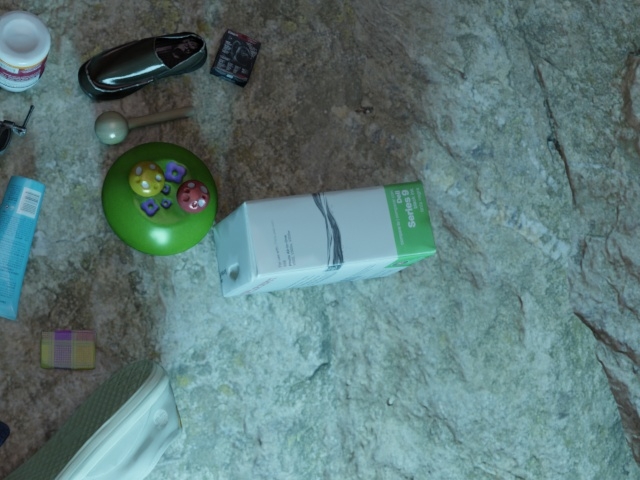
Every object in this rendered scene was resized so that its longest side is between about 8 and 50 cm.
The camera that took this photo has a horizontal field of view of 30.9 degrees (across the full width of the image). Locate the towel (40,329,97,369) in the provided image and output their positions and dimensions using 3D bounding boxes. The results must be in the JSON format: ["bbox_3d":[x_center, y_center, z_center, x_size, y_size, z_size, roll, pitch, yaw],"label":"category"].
[{"bbox_3d":[-0.375,0.164,1.728,0.083,0.009,0.060,2,79,-18],"label":"towel"}]

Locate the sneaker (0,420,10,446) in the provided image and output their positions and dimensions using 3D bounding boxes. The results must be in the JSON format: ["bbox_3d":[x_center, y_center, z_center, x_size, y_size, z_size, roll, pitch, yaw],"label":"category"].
[{"bbox_3d":[-0.499,0.311,1.636,0.053,0.059,0.144,29,50,21],"label":"sneaker"}]

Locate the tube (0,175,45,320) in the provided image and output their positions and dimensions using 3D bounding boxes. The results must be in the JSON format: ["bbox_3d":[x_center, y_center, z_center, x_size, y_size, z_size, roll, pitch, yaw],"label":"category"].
[{"bbox_3d":[-0.462,0.008,1.714,0.080,0.052,0.207,16,79,-10],"label":"tube"}]

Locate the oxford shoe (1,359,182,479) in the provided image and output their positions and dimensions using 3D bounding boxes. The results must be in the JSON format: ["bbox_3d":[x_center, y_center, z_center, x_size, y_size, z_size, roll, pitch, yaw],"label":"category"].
[{"bbox_3d":[-0.359,0.359,1.622,0.449,0.169,0.130,-44,116,-22],"label":"oxford shoe"}]

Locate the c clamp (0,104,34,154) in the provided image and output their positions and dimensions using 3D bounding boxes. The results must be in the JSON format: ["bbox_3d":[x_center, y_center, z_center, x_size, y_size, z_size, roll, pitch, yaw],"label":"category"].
[{"bbox_3d":[-0.519,-0.171,1.725,0.161,0.022,0.137,11,42,-12],"label":"c clamp"}]

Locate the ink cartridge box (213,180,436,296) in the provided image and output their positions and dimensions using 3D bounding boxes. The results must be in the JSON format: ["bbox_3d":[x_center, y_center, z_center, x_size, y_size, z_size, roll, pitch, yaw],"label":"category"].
[{"bbox_3d":[0.000,0.000,1.781,0.289,0.211,0.121,-7,81,-20],"label":"ink cartridge box"}]

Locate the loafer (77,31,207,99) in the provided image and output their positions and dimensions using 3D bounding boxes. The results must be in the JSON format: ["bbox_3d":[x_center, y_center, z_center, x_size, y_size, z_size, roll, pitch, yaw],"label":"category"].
[{"bbox_3d":[-0.277,-0.288,1.821,0.220,0.078,0.080,-24,87,-22],"label":"loafer"}]

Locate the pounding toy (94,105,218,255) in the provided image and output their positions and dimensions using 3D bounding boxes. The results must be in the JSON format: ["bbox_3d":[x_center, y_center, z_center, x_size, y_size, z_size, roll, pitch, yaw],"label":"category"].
[{"bbox_3d":[-0.242,-0.101,1.776,0.183,0.110,0.236,-10,82,-21],"label":"pounding toy"}]

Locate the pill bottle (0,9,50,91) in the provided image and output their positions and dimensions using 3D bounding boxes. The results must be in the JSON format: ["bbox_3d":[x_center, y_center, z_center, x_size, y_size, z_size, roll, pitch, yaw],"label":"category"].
[{"bbox_3d":[-0.450,-0.276,1.720,0.086,0.152,0.086,4,77,-18],"label":"pill bottle"}]

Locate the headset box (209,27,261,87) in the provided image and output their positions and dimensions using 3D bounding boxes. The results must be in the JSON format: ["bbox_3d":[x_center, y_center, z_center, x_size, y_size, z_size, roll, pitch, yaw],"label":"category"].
[{"bbox_3d":[-0.138,-0.303,1.896,0.062,0.032,0.083,21,72,-14],"label":"headset box"}]
